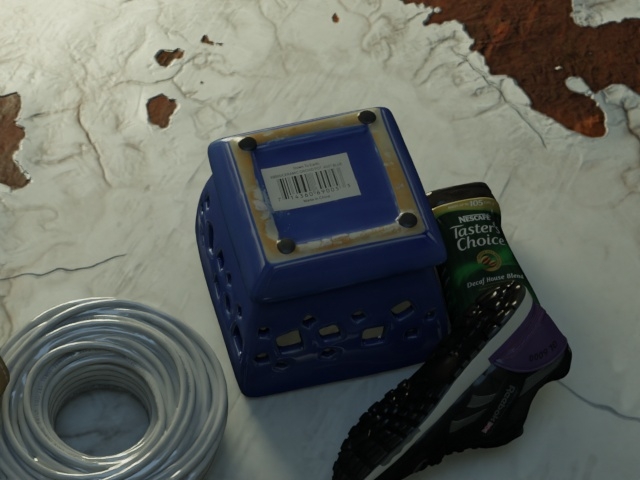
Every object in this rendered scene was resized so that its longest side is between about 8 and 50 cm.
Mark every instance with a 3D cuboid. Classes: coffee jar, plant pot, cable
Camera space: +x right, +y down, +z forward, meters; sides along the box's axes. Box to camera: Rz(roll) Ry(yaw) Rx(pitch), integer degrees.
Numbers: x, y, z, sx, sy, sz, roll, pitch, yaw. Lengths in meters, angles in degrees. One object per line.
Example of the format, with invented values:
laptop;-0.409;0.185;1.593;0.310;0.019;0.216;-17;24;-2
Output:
coffee jar;0.168;0.023;1.676;0.096;0.079;0.184;-12;56;-10
plant pot;0.000;0.000;1.608;0.236;0.212;0.236;-12;57;-10
cable;-0.223;0.180;1.554;0.257;0.089;0.257;14;56;7

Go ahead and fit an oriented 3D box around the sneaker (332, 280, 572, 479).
sneaker;0.142;0.183;1.550;0.283;0.107;0.124;-44;109;-5

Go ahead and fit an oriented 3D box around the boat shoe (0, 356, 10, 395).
boat shoe;-0.388;0.055;1.572;0.110;0.121;0.341;-27;40;-23
